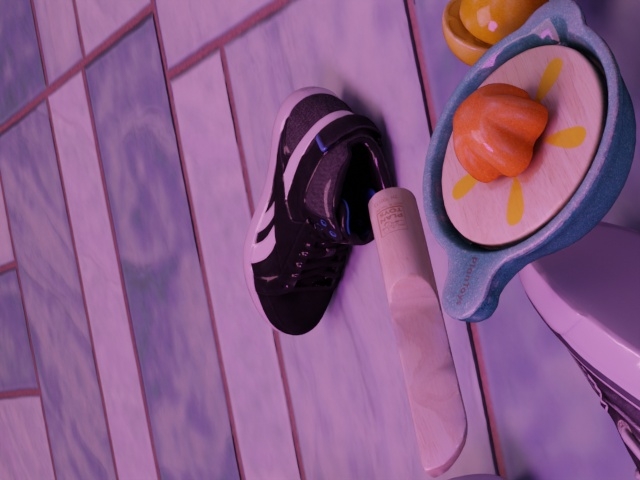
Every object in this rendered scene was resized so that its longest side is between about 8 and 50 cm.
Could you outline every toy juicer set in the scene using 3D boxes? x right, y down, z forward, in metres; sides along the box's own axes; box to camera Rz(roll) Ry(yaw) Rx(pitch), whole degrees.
[{"bbox_3d":[0.092,-0.066,0.793,0.329,0.089,0.209,-55,35,16],"label":"toy juicer set"}]

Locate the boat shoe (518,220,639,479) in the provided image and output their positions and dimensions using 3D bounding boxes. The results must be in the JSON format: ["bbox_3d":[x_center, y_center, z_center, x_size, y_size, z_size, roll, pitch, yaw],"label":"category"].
[{"bbox_3d":[0.201,0.096,0.772,0.301,0.108,0.102,43,135,41],"label":"boat shoe"}]

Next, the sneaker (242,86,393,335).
[{"bbox_3d":[0.000,0.000,1.165,0.121,0.079,0.217,45,136,52],"label":"sneaker"}]

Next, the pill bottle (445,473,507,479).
[{"bbox_3d":[0.113,0.274,0.983,0.216,0.121,0.121,66,151,27],"label":"pill bottle"}]
